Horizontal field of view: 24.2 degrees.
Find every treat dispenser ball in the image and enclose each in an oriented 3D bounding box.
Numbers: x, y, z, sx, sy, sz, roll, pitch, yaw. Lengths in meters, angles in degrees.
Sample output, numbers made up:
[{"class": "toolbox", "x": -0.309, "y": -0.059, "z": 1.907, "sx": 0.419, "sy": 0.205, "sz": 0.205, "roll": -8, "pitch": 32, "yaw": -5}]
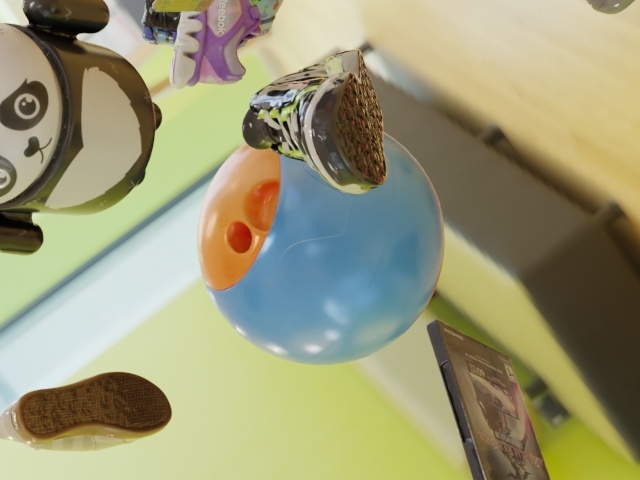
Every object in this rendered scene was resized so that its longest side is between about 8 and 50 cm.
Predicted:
[{"class": "treat dispenser ball", "x": 0.000, "y": 0.000, "z": 1.722, "sx": 0.288, "sy": 0.288, "sz": 0.288, "roll": 52, "pitch": 172, "yaw": 11}]

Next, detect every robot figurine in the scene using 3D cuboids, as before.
[{"class": "robot figurine", "x": -0.262, "y": -0.108, "z": 1.382, "sx": 0.278, "sy": 0.173, "sz": 0.209, "roll": 4, "pitch": -113, "yaw": -63}]

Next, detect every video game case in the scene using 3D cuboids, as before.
[{"class": "video game case", "x": 0.250, "y": 0.258, "z": 2.148, "sx": 0.196, "sy": 0.026, "sz": 0.274, "roll": 28, "pitch": -145, "yaw": -44}]

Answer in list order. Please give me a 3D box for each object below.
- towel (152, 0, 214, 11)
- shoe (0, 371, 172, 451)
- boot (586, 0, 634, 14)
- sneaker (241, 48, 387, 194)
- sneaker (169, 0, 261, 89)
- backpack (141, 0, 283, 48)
[{"class": "towel", "x": -0.093, "y": -0.209, "z": 1.173, "sx": 0.060, "sy": 0.083, "sz": 0.009, "roll": -8, "pitch": -123, "yaw": -49}, {"class": "shoe", "x": -0.251, "y": 0.184, "z": 1.580, "sx": 0.219, "sy": 0.058, "sz": 0.076, "roll": 3, "pitch": -117, "yaw": -49}, {"class": "boot", "x": 0.448, "y": -0.395, "z": 2.052, "sx": 0.118, "sy": 0.223, "sz": 0.338, "roll": 22, "pitch": 137, "yaw": -6}, {"class": "sneaker", "x": -0.008, "y": -0.077, "z": 1.078, "sx": 0.235, "sy": 0.097, "sz": 0.084, "roll": -74, "pitch": -34, "yaw": -75}, {"class": "sneaker", "x": -0.121, "y": -0.296, "z": 1.874, "sx": 0.104, "sy": 0.236, "sz": 0.095, "roll": 10, "pitch": 171, "yaw": -7}, {"class": "backpack", "x": -0.135, "y": -0.311, "z": 2.007, "sx": 0.173, "sy": 0.158, "sz": 0.117, "roll": 14, "pitch": 110, "yaw": 22}]
